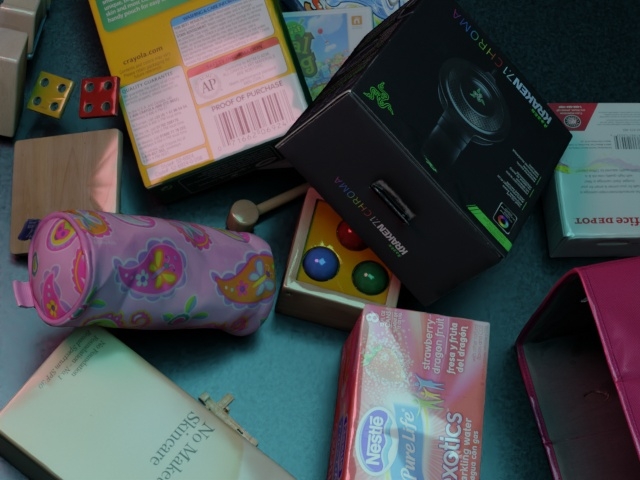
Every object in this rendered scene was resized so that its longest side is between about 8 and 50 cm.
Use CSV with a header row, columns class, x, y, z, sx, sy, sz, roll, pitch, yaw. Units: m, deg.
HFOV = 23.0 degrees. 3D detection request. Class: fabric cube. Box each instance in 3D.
class,x,y,z,sx,sy,sz,roll,pitch,yaw
fabric cube,0.390,0.162,1.688,0.258,0.254,0.259,-10,70,-12

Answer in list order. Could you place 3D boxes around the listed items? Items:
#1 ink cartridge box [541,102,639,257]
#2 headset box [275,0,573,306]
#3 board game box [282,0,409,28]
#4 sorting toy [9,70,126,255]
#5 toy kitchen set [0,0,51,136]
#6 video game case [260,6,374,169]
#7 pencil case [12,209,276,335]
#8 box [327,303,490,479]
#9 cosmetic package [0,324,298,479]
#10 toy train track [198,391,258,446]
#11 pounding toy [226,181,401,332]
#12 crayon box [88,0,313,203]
class,x,y,z,sx,sy,sz,roll,pitch,yaw
ink cartridge box,0.328,-0.071,1.870,0.127,0.072,0.175,0,68,-10
headset box,0.116,-0.104,1.726,0.246,0.131,0.283,47,41,-9
board game box,0.063,-0.258,1.919,0.136,0.035,0.201,-31,72,-19
sorting toy,-0.276,-0.058,1.764,0.132,0.046,0.274,-6,75,20
toy kitchen set,-0.409,-0.246,1.822,0.166,0.122,0.207,12,47,-4
video game case,-0.039,-0.179,1.854,0.212,0.023,0.193,-4,72,3
pencil case,-0.178,0.038,1.657,0.284,0.124,0.124,5,62,-46
box,0.087,0.236,1.665,0.142,0.154,0.300,9,68,-5
cosmetic package,-0.175,0.242,1.644,0.309,0.113,0.160,36,67,7
toy train track,-0.101,0.196,1.726,0.083,0.014,0.048,43,68,9
pounding toy,-0.003,-0.010,1.782,0.206,0.094,0.181,16,67,-3
crayon box,-0.141,-0.229,1.811,0.203,0.083,0.323,-20,75,7
